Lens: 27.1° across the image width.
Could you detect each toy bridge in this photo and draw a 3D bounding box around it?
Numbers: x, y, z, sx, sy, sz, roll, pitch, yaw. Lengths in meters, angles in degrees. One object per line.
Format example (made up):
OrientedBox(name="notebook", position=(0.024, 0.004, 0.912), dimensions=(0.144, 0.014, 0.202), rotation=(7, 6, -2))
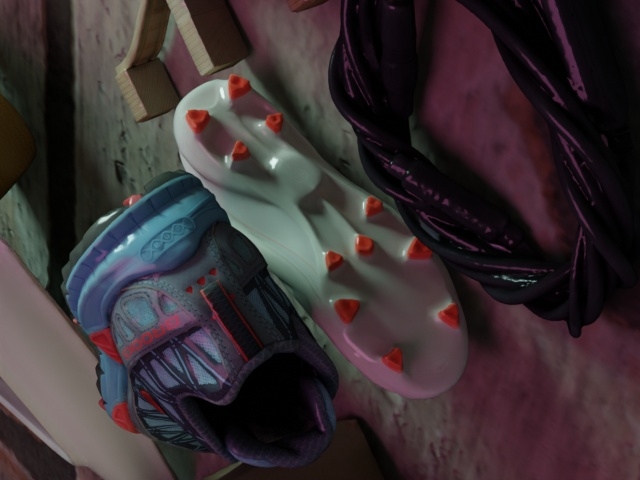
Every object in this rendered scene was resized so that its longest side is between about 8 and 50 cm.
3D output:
OrientedBox(name="toy bridge", position=(-0.060, -0.116, 0.668), dimensions=(0.188, 0.026, 0.063), rotation=(-22, 94, 54))

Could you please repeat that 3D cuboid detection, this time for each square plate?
OrientedBox(name="square plate", position=(-0.259, 0.019, 0.873), dimensions=(0.344, 0.049, 0.347), rotation=(34, 160, 29))

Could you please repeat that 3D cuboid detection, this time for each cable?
OrientedBox(name="cable", position=(0.065, -0.041, 0.550), dimensions=(0.150, 0.047, 0.184), rotation=(-7, 109, 52))

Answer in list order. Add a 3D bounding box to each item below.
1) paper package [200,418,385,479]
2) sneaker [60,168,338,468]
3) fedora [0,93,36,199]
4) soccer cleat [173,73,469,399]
OrientedBox(name="paper package", position=(-0.125, 0.267, 0.753), dimensions=(0.168, 0.325, 0.309), rotation=(60, 143, 5))
OrientedBox(name="sneaker", position=(-0.050, 0.076, 0.667), dimensions=(0.125, 0.104, 0.262), rotation=(46, 169, 21))
OrientedBox(name="fedora", position=(-0.242, -0.067, 0.860), dimensions=(0.194, 0.079, 0.194), rotation=(42, 161, 17))
OrientedBox(name="soccer cleat", position=(0.000, 0.000, 0.652), dimensions=(0.196, 0.068, 0.076), rotation=(48, 162, 14))
